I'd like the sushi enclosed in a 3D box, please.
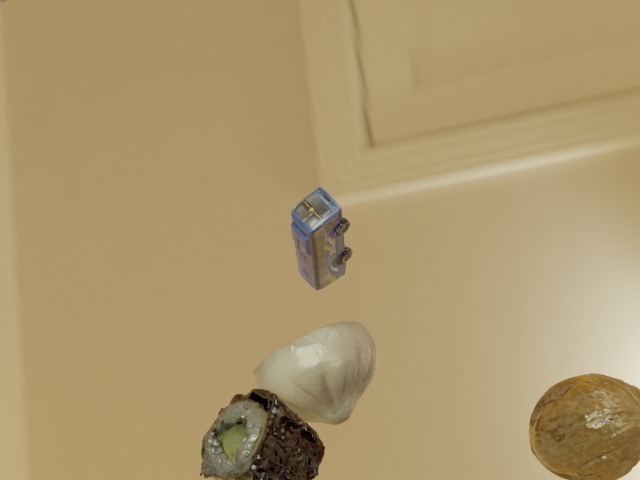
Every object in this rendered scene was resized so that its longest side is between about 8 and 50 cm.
[{"bbox_3d":[-0.047,0.188,1.471,0.084,0.098,0.094,43,-115,-39],"label":"sushi"}]

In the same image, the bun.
[{"bbox_3d":[0.005,0.151,1.784,0.094,0.138,0.138,63,-172,18],"label":"bun"}]

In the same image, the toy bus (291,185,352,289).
[{"bbox_3d":[0.000,0.000,1.999,0.051,0.061,0.153,44,161,25],"label":"toy bus"}]

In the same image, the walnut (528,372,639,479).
[{"bbox_3d":[0.255,0.179,1.586,0.105,0.124,0.105,39,-143,-37],"label":"walnut"}]
